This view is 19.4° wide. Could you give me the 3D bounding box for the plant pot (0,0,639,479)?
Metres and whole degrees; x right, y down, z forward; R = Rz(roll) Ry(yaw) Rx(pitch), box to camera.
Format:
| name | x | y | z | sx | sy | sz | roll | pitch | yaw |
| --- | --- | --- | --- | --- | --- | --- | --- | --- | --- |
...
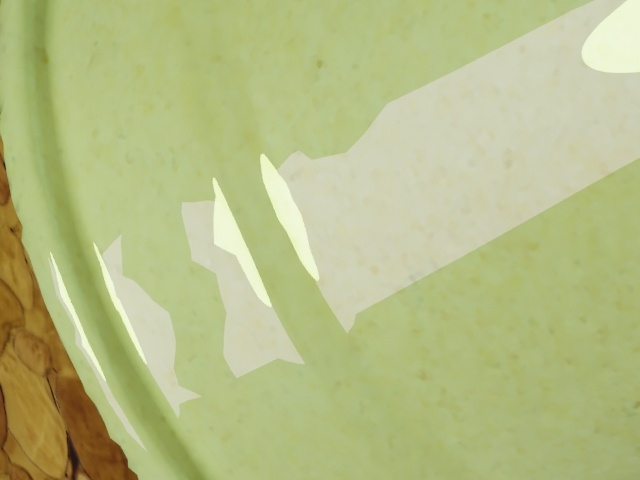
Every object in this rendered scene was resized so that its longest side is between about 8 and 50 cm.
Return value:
| name | x | y | z | sx | sy | sz | roll | pitch | yaw |
| --- | --- | --- | --- | --- | --- | --- | --- | --- | --- |
| plant pot | 0.132 | -0.066 | 0.515 | 0.305 | 0.334 | 0.334 | -28 | 87 | 42 |
